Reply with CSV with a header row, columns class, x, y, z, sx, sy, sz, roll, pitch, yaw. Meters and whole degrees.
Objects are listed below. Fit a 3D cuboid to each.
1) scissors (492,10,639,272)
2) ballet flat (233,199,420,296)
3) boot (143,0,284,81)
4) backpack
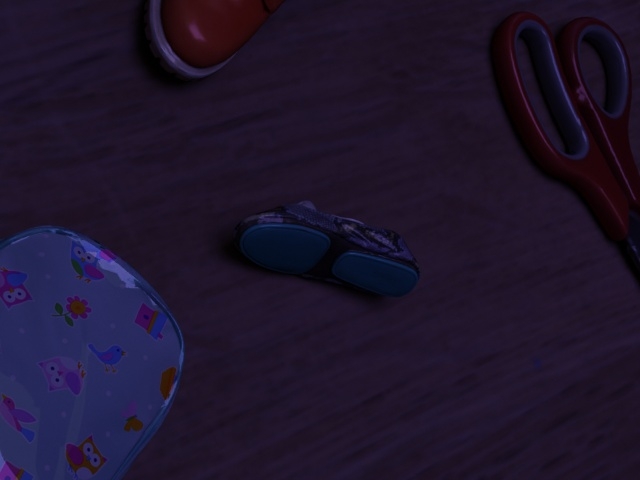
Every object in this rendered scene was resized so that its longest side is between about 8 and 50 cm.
class,x,y,z,sx,sy,sz,roll,pitch,yaw
scissors,0.182,0.000,1.128,0.109,0.021,0.297,-17,88,-43
ballet flat,0.000,0.000,0.976,0.114,0.041,0.041,17,65,-33
boot,-0.030,-0.148,0.967,0.059,0.084,0.158,46,55,-19
backpack,-0.139,0.082,0.786,0.152,0.115,0.182,48,50,-13
